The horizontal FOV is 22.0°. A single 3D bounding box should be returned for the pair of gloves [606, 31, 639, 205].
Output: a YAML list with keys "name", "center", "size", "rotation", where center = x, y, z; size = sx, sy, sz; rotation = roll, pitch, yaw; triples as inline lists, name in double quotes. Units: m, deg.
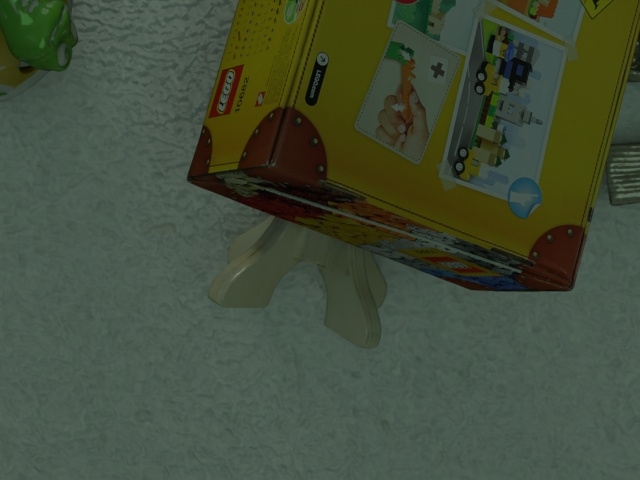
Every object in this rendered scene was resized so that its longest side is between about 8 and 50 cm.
- name: "pair of gloves"
  center: [0.431, -0.154, 1.893]
  size: [0.204, 0.042, 0.240]
  rotation: [4, 82, 1]

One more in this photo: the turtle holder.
- name: "turtle holder"
  center: [-0.359, -0.273, 1.742]
  size: [0.320, 0.243, 0.227]
  rotation: [-6, 129, 35]

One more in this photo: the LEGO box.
- name: "LEGO box"
  center: [0.126, -0.239, 1.687]
  size: [0.372, 0.193, 0.500]
  rotation: [21, 79, -27]

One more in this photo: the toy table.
- name: "toy table"
  center: [0.000, 0.000, 1.849]
  size: [0.274, 0.252, 0.161]
  rotation: [7, 107, -32]
